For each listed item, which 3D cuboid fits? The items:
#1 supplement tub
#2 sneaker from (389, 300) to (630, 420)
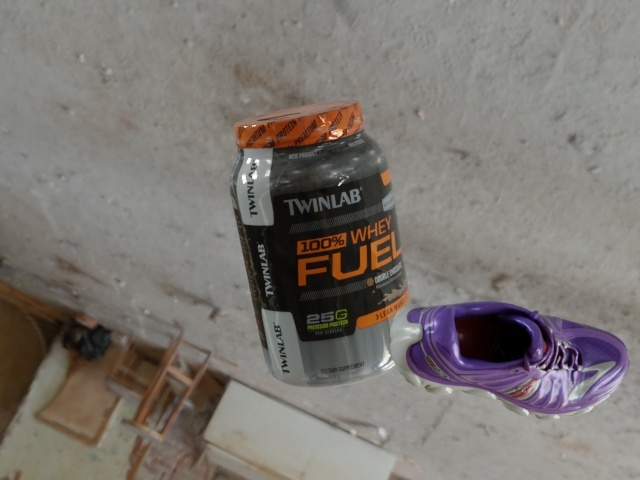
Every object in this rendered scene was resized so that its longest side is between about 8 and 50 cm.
[{"bbox_3d":[0.000,0.000,1.077,0.207,0.207,0.338,2,109,43],"label":"supplement tub"},{"bbox_3d":[0.126,0.071,0.505,0.170,0.068,0.071,8,162,-25],"label":"sneaker"}]
